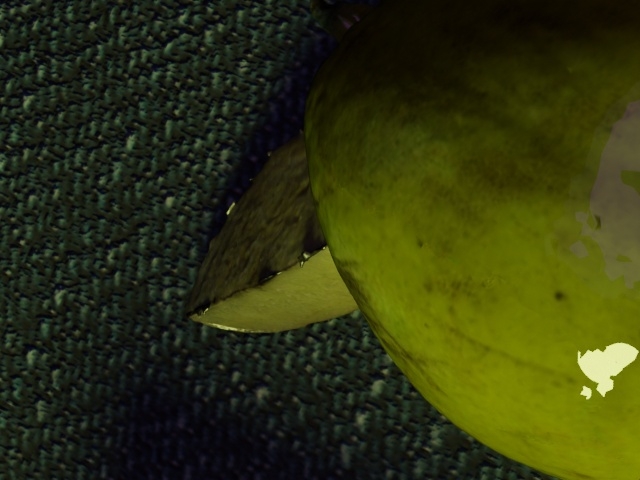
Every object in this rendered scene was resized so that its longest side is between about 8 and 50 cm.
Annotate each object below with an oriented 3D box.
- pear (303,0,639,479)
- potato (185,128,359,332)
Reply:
[{"bbox_3d":[0.139,-0.030,0.879,0.375,0.287,0.287,35,96,21],"label":"pear"},{"bbox_3d":[0.000,0.000,1.049,0.172,0.089,0.101,-33,45,48],"label":"potato"}]
